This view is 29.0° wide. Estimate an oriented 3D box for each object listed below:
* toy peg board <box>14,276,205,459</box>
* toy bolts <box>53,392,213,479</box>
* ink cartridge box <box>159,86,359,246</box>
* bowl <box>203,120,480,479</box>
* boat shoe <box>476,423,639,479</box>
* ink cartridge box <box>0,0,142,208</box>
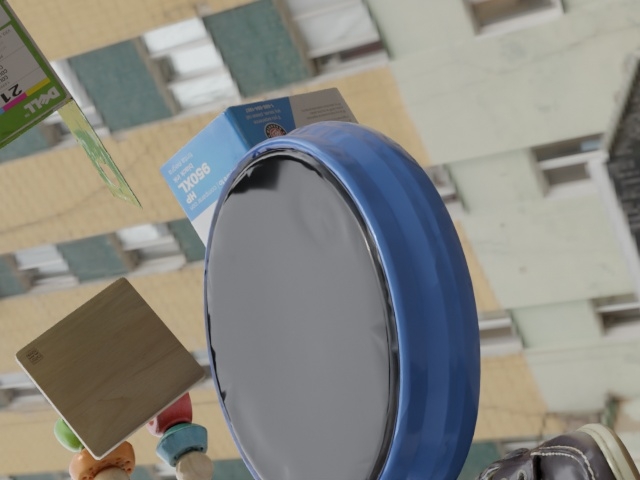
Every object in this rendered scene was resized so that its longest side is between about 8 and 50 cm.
[{"bbox_3d":[-0.250,0.160,1.477,0.161,0.079,0.160,-37,-105,-22],"label":"toy peg board"},{"bbox_3d":[-0.283,0.356,1.947,0.158,0.229,0.218,59,154,34],"label":"toy bolts"},{"bbox_3d":[0.000,0.000,1.750,0.285,0.166,0.395,-20,-104,-55],"label":"ink cartridge box"},{"bbox_3d":[0.000,0.084,1.168,0.077,0.391,0.391,-6,-93,-31],"label":"bowl"},{"bbox_3d":[0.180,0.211,0.984,0.285,0.092,0.102,115,136,-77],"label":"boat shoe"},{"bbox_3d":[-0.303,-0.119,1.263,0.097,0.189,0.255,-36,-74,-12],"label":"ink cartridge box"}]
